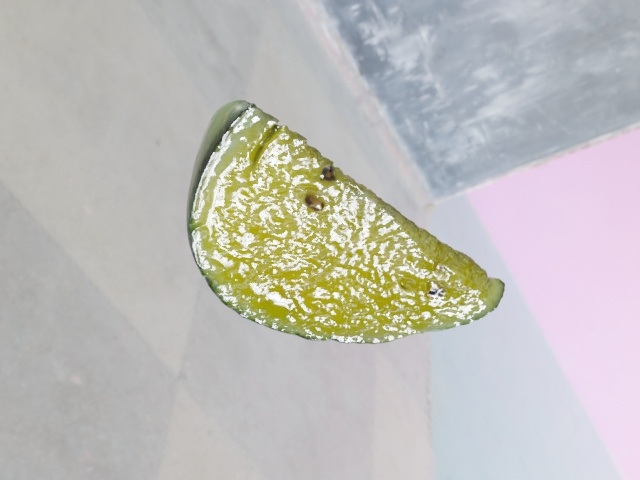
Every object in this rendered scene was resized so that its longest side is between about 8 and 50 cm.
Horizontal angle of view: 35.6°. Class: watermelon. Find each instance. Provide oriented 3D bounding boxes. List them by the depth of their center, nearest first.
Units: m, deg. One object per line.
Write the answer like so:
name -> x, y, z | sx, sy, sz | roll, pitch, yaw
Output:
watermelon -> -0.006, 0.009, 0.483 | 0.181, 0.092, 0.075 | 35, 72, -37
